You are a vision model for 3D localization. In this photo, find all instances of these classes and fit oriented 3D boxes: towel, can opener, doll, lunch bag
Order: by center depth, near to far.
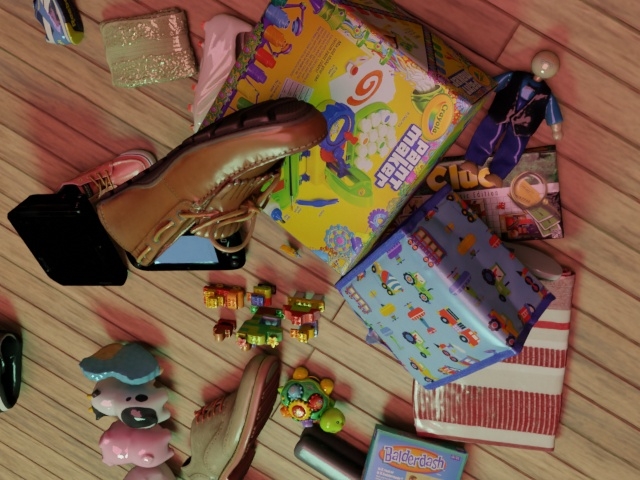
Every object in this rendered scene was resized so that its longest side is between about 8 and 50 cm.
[{"bbox_3d":[0.268,-0.166,1.072,0.129,0.046,0.189,30,106,13],"label":"doll"},{"bbox_3d":[0.147,0.097,1.156,0.221,0.138,0.293,47,140,1],"label":"lunch bag"},{"bbox_3d":[-0.261,-0.288,1.198,0.148,0.027,0.110,-4,114,18],"label":"towel"},{"bbox_3d":[0.265,0.183,1.253,0.237,0.037,0.329,5,116,14],"label":"towel"},{"bbox_3d":[0.072,0.442,1.408,0.283,0.076,0.095,32,118,2],"label":"can opener"}]

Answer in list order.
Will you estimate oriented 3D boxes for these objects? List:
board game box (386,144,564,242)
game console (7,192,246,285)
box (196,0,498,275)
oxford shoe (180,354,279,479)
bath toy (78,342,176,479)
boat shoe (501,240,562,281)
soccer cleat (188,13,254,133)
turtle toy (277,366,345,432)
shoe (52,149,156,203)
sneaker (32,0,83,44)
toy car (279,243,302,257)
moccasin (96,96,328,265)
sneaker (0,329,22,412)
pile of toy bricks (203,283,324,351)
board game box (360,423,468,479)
[{"bbox_3d":[0.216,-0.059,1.160,0.259,0.030,0.136,-5,110,19],"label":"board game box"},{"bbox_3d":[-0.305,0.002,1.292,0.361,0.044,0.213,-1,144,8],"label":"game console"},{"bbox_3d":[0.028,-0.165,1.064,0.279,0.177,0.290,40,119,6],"label":"box"},{"bbox_3d":[-0.170,0.327,1.405,0.130,0.123,0.348,27,118,9],"label":"oxford shoe"},{"bbox_3d":[-0.356,0.365,1.474,0.151,0.129,0.348,22,124,46],"label":"bath toy"},{"bbox_3d":[0.276,0.032,1.148,0.142,0.049,0.040,20,128,9],"label":"boat shoe"},{"bbox_3d":[-0.146,-0.232,1.169,0.076,0.068,0.196,15,115,6],"label":"soccer cleat"},{"bbox_3d":[-0.016,0.285,1.366,0.130,0.066,0.095,24,119,5],"label":"turtle toy"},{"bbox_3d":[-0.353,-0.091,1.286,0.178,0.081,0.063,-17,108,23],"label":"shoe"},{"bbox_3d":[-0.410,-0.363,1.195,0.059,0.053,0.144,-5,111,21],"label":"sneaker"},{"bbox_3d":[0.000,0.000,1.259,0.122,0.060,0.040,2,160,34],"label":"toy car"},{"bbox_3d":[-0.134,-0.060,0.994,0.380,0.139,0.147,-26,100,33],"label":"moccasin"},{"bbox_3d":[-0.715,0.153,1.488,0.257,0.169,0.448,-18,116,14],"label":"sneaker"},{"bbox_3d":[-0.103,0.141,1.304,0.212,0.105,0.118,6,116,14],"label":"pile of toy bricks"},{"bbox_3d":[0.143,0.433,1.336,0.160,0.047,0.210,16,91,0],"label":"board game box"}]
